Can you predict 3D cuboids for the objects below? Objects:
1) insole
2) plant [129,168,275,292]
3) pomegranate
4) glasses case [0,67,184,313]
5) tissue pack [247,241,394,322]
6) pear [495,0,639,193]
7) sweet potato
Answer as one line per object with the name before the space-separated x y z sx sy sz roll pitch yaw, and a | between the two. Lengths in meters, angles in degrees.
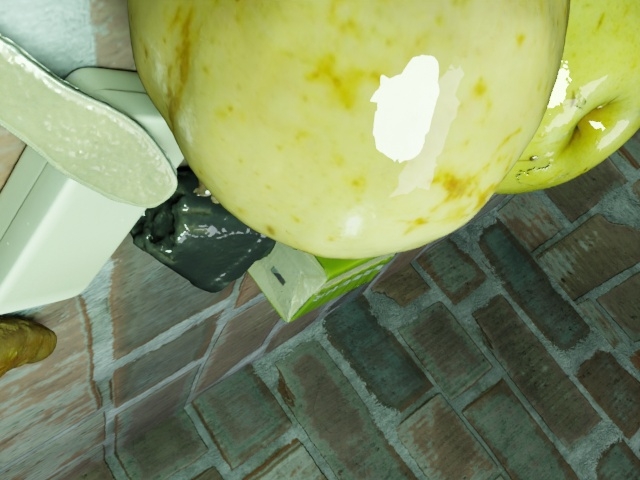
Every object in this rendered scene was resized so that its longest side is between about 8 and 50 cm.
insole | -0.209 -0.093 0.492 0.081 0.011 0.248 -34 141 15
plant | -0.147 -0.020 0.848 0.164 0.141 0.256 -43 161 19
pomegranate | 0.007 -0.145 0.470 0.343 0.342 0.342 -35 166 -10
glasses case | -0.258 -0.042 0.642 0.313 0.070 0.131 -45 164 29
tissue pack | 0.000 0.000 1.149 0.275 0.200 0.167 -21 158 -49
pear | 0.226 -0.218 0.716 0.348 0.348 0.348 -35 166 -10
sweet potato | -0.441 0.140 0.732 0.106 0.095 0.355 2 177 23
